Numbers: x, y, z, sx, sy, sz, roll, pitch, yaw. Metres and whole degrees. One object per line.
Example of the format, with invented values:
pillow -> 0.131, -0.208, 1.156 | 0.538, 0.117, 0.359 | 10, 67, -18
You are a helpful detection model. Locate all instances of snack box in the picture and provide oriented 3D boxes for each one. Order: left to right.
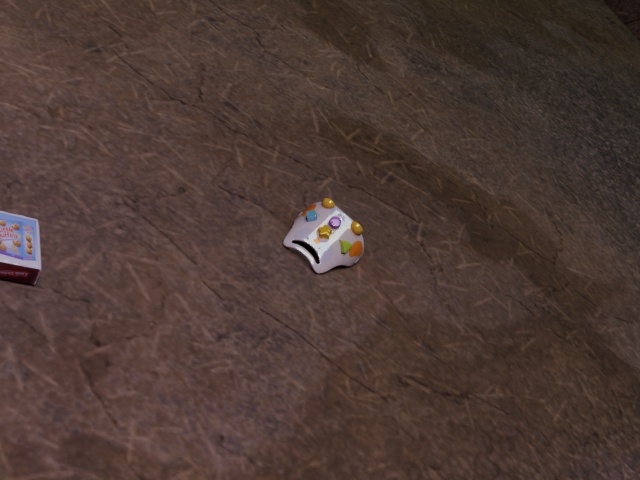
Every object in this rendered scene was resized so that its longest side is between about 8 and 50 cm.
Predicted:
snack box -> -0.315, -0.009, 0.791 | 0.178, 0.022, 0.064 | 14, 36, -29

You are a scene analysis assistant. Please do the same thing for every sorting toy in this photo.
sorting toy -> 0.000, 0.000, 1.063 | 0.083, 0.045, 0.075 | 40, 51, 9
